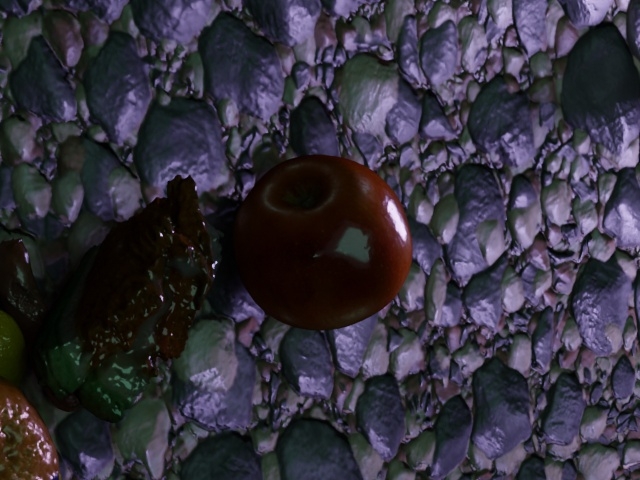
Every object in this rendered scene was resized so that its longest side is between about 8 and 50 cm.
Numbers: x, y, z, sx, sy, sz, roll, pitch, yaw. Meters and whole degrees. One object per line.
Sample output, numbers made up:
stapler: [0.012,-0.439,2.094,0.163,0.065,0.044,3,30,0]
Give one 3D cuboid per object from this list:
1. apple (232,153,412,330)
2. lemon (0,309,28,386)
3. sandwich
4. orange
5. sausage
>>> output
apple: [0.000,0.000,1.603,0.163,0.163,0.139,-49,131,-32]
lemon: [-0.270,0.085,1.415,0.065,0.065,0.092,-36,103,-37]
sandwich: [-0.144,0.054,1.446,0.109,0.160,0.185,46,24,-16]
orange: [-0.284,0.179,1.338,0.177,0.155,0.178,4,85,-50]
sausage: [-0.235,0.072,1.468,0.042,0.036,0.158,-70,141,-70]
